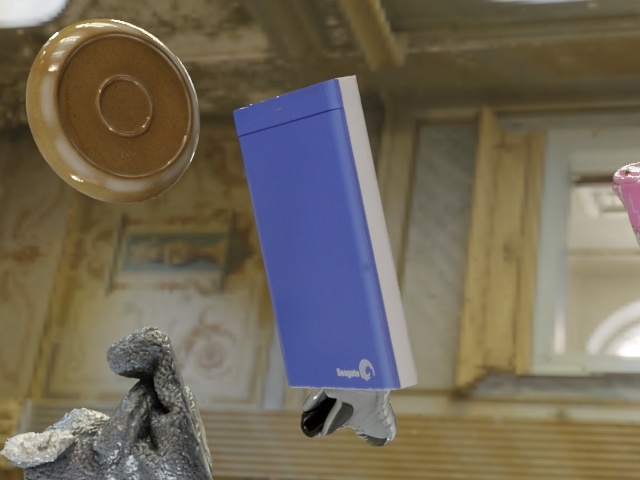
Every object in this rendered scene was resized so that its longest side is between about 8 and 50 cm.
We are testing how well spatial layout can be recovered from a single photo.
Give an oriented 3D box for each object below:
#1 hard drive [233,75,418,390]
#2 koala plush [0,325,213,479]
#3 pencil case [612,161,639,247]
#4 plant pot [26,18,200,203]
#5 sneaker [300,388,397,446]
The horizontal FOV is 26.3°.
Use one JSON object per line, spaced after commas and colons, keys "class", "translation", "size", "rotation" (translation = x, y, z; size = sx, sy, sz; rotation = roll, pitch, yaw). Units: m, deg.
{"class": "hard drive", "translation": [0.000, 0.000, 1.466], "size": [0.040, 0.210, 0.318], "rotation": [-13, -87, -33]}
{"class": "koala plush", "translation": [-0.251, 0.250, 1.617], "size": [0.196, 0.221, 0.203], "rotation": [76, 175, -50]}
{"class": "pencil case", "translation": [0.405, 0.089, 1.278], "size": [0.167, 0.160, 0.386], "rotation": [-22, -87, -28]}
{"class": "plant pot", "translation": [-0.246, -0.164, 1.694], "size": [0.236, 0.032, 0.236], "rotation": [7, -102, -34]}
{"class": "sneaker", "translation": [0.030, 0.238, 1.881], "size": [0.132, 0.086, 0.228], "rotation": [-32, -34, -17]}
